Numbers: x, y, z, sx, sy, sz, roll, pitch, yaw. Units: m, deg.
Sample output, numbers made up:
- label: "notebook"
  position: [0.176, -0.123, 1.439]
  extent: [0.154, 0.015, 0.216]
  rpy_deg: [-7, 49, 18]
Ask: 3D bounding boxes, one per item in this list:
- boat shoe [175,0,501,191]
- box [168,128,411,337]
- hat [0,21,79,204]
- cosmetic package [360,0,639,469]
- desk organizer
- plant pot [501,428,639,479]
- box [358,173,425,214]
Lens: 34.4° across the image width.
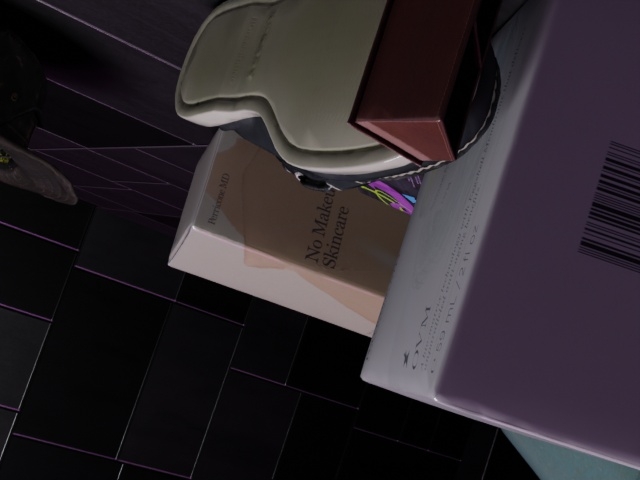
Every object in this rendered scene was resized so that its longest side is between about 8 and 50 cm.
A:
- label: "boat shoe"
  position: [0.020, -0.087, 0.634]
  extent: [0.113, 0.127, 0.340]
  rpy_deg: [21, 174, -29]
- label: "box"
  position: [0.000, 0.000, 1.179]
  extent: [0.311, 0.147, 0.121]
  rpy_deg: [19, 154, -14]
- label: "hat"
  position: [-0.365, -0.161, 1.016]
  extent: [0.331, 0.133, 0.331]
  rpy_deg: [24, 171, 4]
- label: "cosmetic package"
  position: [0.132, -0.002, 0.590]
  extent: [0.138, 0.224, 0.224]
  rpy_deg: [19, 173, -3]
- label: "desk organizer"
  position: [0.062, -0.098, 0.421]
  extent: [0.047, 0.130, 0.050]
  rpy_deg: [25, 169, -39]
- label: "plant pot"
  position: [0.363, 0.197, 1.021]
  extent: [0.341, 0.341, 0.334]
  rpy_deg: [24, -167, -34]
- label: "box"
  position: [0.094, -0.050, 0.938]
  extent: [0.162, 0.029, 0.116]
  rpy_deg: [24, 164, 27]
